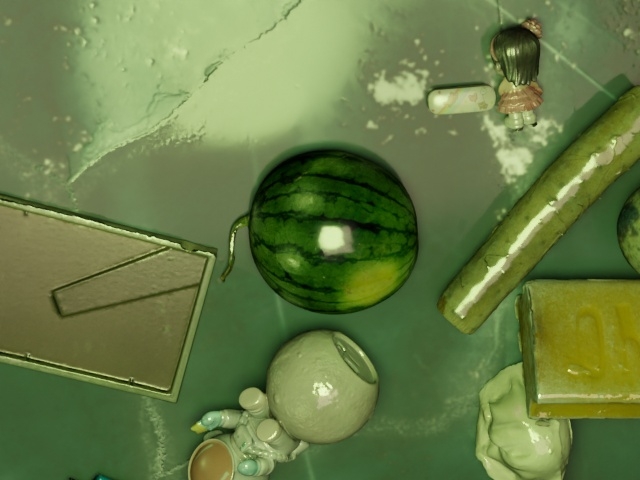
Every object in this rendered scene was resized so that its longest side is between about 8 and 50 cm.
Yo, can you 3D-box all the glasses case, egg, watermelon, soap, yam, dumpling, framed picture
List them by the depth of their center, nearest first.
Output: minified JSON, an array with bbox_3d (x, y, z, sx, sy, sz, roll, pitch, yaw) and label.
[{"bbox_3d":[0.008,0.000,1.786,0.232,0.127,0.204,14,108,-3],"label":"watermelon"},{"bbox_3d":[0.173,-0.172,1.802,0.083,0.021,0.032,-4,104,-3],"label":"glasses case"},{"bbox_3d":[0.455,-0.011,1.811,0.181,0.141,0.141,5,106,-2],"label":"egg"},{"bbox_3d":[0.285,-0.038,1.822,0.083,0.083,0.371,41,98,-14],"label":"yam"},{"bbox_3d":[0.390,0.137,1.837,0.274,0.089,0.173,0,64,-5],"label":"soap"},{"bbox_3d":[-0.293,0.074,1.837,0.289,0.020,0.211,14,105,-8],"label":"framed picture"},{"bbox_3d":[0.258,0.247,1.892,0.127,0.108,0.188,-4,97,17],"label":"dumpling"}]

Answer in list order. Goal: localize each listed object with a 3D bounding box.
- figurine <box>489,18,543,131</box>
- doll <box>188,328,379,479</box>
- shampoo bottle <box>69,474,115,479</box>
[{"bbox_3d":[0.245,-0.199,1.785,0.072,0.054,0.129,-16,109,-16],"label":"figurine"},{"bbox_3d":[-0.056,0.237,1.851,0.151,0.151,0.287,42,106,-14],"label":"doll"},{"bbox_3d":[-0.253,0.361,1.908,0.183,0.050,0.087,26,106,-11],"label":"shampoo bottle"}]
